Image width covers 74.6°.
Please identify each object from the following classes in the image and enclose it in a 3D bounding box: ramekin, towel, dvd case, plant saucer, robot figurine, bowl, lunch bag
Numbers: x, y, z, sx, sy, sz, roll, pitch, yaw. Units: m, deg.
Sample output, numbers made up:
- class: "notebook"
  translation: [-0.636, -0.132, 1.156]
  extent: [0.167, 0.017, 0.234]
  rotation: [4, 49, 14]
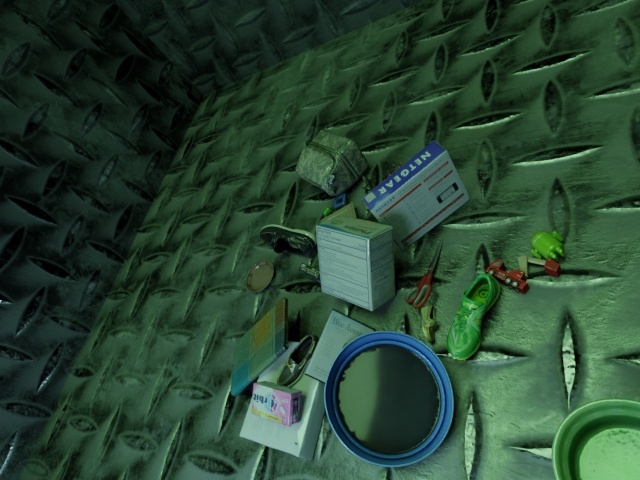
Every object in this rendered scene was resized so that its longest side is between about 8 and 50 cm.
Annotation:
- class: "ramekin"
  translation: [0.698, 0.526, 0.941]
  extent: [0.303, 0.148, 0.304]
  rotation: [-20, 49, 25]
- class: "towel"
  translation: [-0.244, 0.431, 1.704]
  extent: [0.370, 0.040, 0.272]
  rotation: [-45, 29, 27]
- class: "dvd case"
  translation: [0.074, 0.398, 1.511]
  extent: [0.253, 0.180, 0.022]
  rotation: [-65, 5, -19]
- class: "plant saucer"
  translation: [-0.287, 0.177, 2.032]
  extent: [0.168, 0.029, 0.169]
  rotation: [-20, 50, 26]
- class: "robot figurine"
  translation: [0.726, 0.015, 1.346]
  extent: [0.101, 0.067, 0.115]
  rotation: [-47, 42, 17]
- class: "bowl"
  translation: [0.208, 0.481, 1.303]
  extent: [0.390, 0.077, 0.392]
  rotation: [-4, 64, 8]
- class: "lunch bag"
  translation: [0.044, -0.364, 2.036]
  extent: [0.256, 0.212, 0.305]
  rotation: [-51, 45, -4]

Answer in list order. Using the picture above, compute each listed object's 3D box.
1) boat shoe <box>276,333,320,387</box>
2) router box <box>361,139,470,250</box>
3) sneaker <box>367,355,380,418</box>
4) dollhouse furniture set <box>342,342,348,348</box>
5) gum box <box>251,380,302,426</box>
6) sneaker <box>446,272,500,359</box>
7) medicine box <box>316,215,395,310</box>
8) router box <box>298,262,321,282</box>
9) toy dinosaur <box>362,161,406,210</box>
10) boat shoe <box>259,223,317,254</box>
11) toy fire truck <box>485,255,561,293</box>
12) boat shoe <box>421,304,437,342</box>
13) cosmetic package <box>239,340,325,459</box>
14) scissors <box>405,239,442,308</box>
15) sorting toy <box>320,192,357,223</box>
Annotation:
- class: "boat shoe"
  translation: [-0.087, 0.436, 1.528]
  extent: [0.228, 0.068, 0.081]
  rotation: [-50, 45, -5]
- class: "router box"
  translation: [0.366, -0.157, 1.577]
  extent: [0.335, 0.301, 0.082]
  rotation: [-38, 45, 8]
- class: "sneaker"
  translation: [0.132, 0.487, 1.431]
  extent: [0.146, 0.104, 0.296]
  rotation: [-17, 55, 21]
- class: "dollhouse furniture set"
  translation: [0.080, 0.438, 1.456]
  extent: [0.058, 0.076, 0.152]
  rotation: [25, 69, 6]
- class: "gum box"
  translation: [-0.151, 0.565, 1.463]
  extent: [0.188, 0.062, 0.107]
  rotation: [0, 83, 37]
- class: "sneaker"
  translation: [0.474, 0.233, 1.342]
  extent: [0.109, 0.123, 0.296]
  rotation: [14, 70, 42]
- class: "medicine box"
  translation: [0.133, 0.078, 1.582]
  extent: [0.149, 0.290, 0.263]
  rotation: [-22, 27, -39]
- class: "router box"
  translation: [-0.024, 0.148, 1.806]
  extent: [0.122, 0.092, 0.038]
  rotation: [20, 73, 44]
- class: "toy dinosaur"
  translation: [0.295, -0.205, 1.787]
  extent: [0.218, 0.165, 0.322]
  rotation: [1, 38, 20]
- class: "boat shoe"
  translation: [-0.177, 0.011, 1.998]
  extent: [0.339, 0.127, 0.113]
  rotation: [11, 55, 32]
- class: "toy fire truck"
  translation: [0.651, 0.097, 1.359]
  extent: [0.135, 0.047, 0.192]
  rotation: [-51, 43, -5]
- class: "boat shoe"
  translation: [0.374, 0.281, 1.436]
  extent: [0.045, 0.050, 0.136]
  rotation: [-23, 48, 30]
- class: "cosmetic package"
  translation: [-0.112, 0.573, 1.564]
  extent: [0.284, 0.097, 0.378]
  rotation: [-3, 58, 38]
- class: "scissors"
  translation: [0.405, 0.119, 1.533]
  extent: [0.297, 0.021, 0.109]
  rotation: [-55, 19, -12]
- class: "sorting toy"
  translation: [0.091, -0.060, 1.903]
  extent: [0.195, 0.047, 0.348]
  rotation: [-31, 44, 24]
